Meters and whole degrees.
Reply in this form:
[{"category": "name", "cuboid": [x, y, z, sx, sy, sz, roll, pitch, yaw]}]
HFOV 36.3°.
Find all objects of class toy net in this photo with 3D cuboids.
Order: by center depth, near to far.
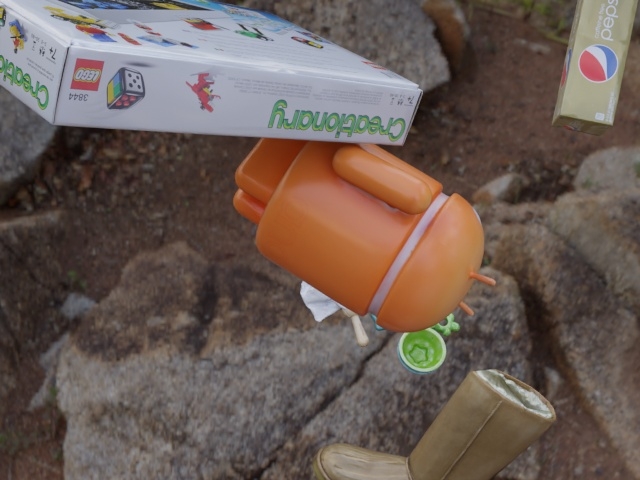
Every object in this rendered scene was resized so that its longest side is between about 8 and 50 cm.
[{"category": "toy net", "cuboid": [0.083, 0.099, 1.409, 0.232, 0.045, 0.122, 29, 67, 7]}]

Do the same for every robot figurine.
[{"category": "robot figurine", "cuboid": [0.037, -0.009, 0.790, 0.219, 0.158, 0.128, 31, 27, 9]}]

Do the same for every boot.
[{"category": "boot", "cuboid": [0.151, 0.273, 1.357, 0.236, 0.269, 0.089, 26, 29, -13]}]

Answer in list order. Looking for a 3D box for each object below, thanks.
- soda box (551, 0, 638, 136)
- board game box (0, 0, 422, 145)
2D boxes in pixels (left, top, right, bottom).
[{"category": "soda box", "cuboid": [0.299, -0.209, 1.053, 0.058, 0.061, 0.181, 12, 86, 5]}, {"category": "board game box", "cuboid": [-0.096, -0.130, 0.689, 0.305, 0.053, 0.193, -2, 28, -45]}]
